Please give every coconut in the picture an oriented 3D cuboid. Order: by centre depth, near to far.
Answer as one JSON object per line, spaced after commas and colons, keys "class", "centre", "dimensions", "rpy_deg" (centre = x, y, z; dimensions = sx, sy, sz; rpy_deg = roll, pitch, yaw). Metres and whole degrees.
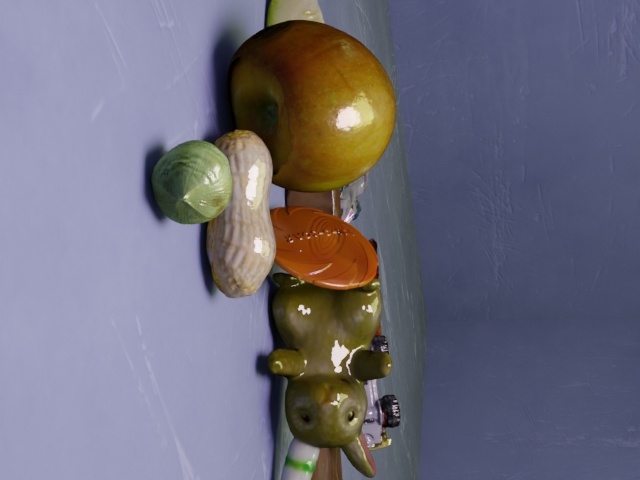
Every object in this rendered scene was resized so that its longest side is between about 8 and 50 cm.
{"class": "coconut", "centre": [-0.133, -0.060, 0.863], "dimensions": [0.096, 0.087, 0.088], "rpy_deg": [-80, 163, -63]}

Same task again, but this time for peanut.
{"class": "peanut", "centre": [-0.097, -0.033, 1.012], "dimensions": [0.087, 0.087, 0.207], "rpy_deg": [18, 71, -77]}

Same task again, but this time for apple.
{"class": "apple", "centre": [-0.018, -0.175, 1.092], "dimensions": [0.207, 0.237, 0.237], "rpy_deg": [-26, 116, -51]}

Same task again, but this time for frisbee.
{"class": "frisbee", "centre": [0.000, 0.000, 1.234], "dimensions": [0.192, 0.192, 0.035], "rpy_deg": [-72, -176, -57]}

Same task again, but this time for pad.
{"class": "pad", "centre": [0.012, 0.477, 1.578], "dimensions": [0.284, 0.018, 0.287], "rpy_deg": [-45, 131, -74]}

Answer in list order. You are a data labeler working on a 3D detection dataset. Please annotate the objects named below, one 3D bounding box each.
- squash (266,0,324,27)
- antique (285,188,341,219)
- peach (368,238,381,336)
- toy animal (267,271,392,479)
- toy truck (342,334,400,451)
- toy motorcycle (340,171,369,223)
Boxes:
{"class": "squash", "centre": [-0.023, -0.269, 1.317], "dimensions": [0.203, 0.111, 0.289], "rpy_deg": [-136, -142, -59]}
{"class": "antique", "centre": [-0.001, 0.049, 1.438], "dimensions": [0.093, 0.087, 0.310], "rpy_deg": [-35, 121, -78]}
{"class": "peach", "centre": [0.111, 0.136, 1.995], "dimensions": [0.189, 0.068, 0.279], "rpy_deg": [64, 24, -80]}
{"class": "toy animal", "centre": [0.013, 0.218, 1.250], "dimensions": [0.180, 0.181, 0.363], "rpy_deg": [92, -2, -65]}
{"class": "toy truck", "centre": [0.070, 0.264, 1.607], "dimensions": [0.111, 0.136, 0.286], "rpy_deg": [108, -23, -72]}
{"class": "toy motorcycle", "centre": [0.036, -0.112, 1.616], "dimensions": [0.239, 0.108, 0.204], "rpy_deg": [-64, 157, -10]}
